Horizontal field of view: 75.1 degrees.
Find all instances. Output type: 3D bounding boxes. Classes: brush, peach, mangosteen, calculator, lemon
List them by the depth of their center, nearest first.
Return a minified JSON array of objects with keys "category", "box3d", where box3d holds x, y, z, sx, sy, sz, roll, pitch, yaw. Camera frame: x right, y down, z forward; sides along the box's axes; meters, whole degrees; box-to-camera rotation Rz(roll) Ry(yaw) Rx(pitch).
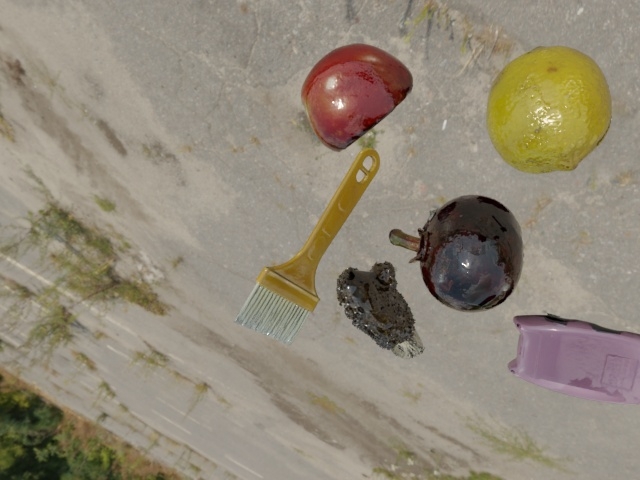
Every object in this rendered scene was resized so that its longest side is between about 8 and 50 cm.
[{"category":"brush","box3d":[0.000,0.000,0.522,0.103,0.272,0.013,36,174,-41]},{"category":"mangosteen","box3d":[0.266,0.020,0.840,0.261,0.236,0.236,10,140,8]},{"category":"calculator","box3d":[0.571,0.264,0.907,0.294,0.043,0.194,8,114,27]},{"category":"lemon","box3d":[0.520,-0.303,0.968,0.257,0.311,0.258,-7,173,-1]},{"category":"peach","box3d":[0.093,-0.371,1.052,0.274,0.249,0.245,-24,136,19]}]

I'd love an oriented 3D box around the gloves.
[{"category":"gloves","box3d":[0.159,0.176,1.075,0.135,0.211,0.312,-20,143,27]}]
